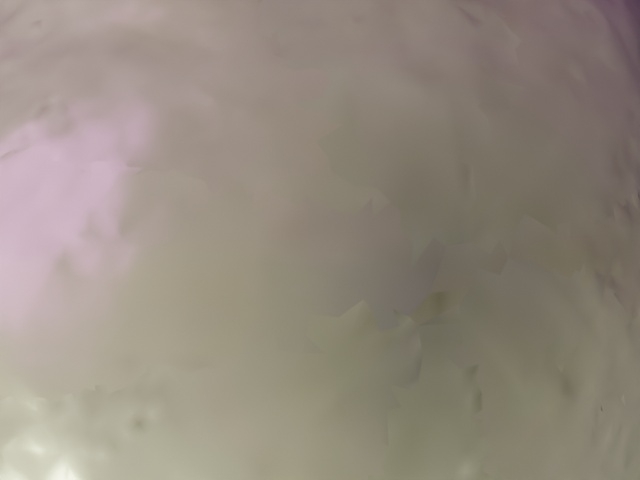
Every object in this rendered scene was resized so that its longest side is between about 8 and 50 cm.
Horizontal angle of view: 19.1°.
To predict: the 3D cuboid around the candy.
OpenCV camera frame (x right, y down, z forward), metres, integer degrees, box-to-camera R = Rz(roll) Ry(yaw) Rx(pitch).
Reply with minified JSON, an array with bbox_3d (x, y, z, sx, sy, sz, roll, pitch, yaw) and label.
[{"bbox_3d":[0.000,0.000,0.742,0.186,0.386,0.427,-41,26,60],"label":"candy"}]
